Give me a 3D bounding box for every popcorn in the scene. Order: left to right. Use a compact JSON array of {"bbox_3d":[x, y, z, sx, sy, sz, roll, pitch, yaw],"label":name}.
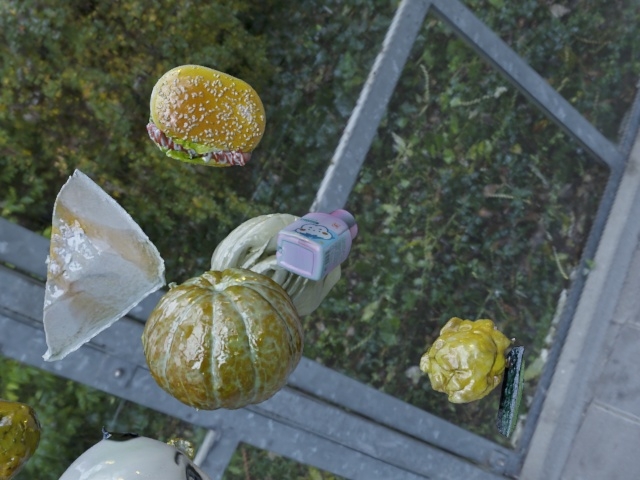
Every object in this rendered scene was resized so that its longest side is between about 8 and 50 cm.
[{"bbox_3d":[0.355,0.295,1.616,0.253,0.190,0.191,-30,30,-34],"label":"popcorn"}]

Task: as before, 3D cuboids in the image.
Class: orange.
[{"bbox_3d":[-0.196,0.196,1.366,0.329,0.329,0.249,30,131,61],"label":"orange"}]

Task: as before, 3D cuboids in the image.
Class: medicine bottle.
[{"bbox_3d":[0.000,0.000,1.458,0.119,0.188,0.094,21,123,26],"label":"medicine bottle"}]

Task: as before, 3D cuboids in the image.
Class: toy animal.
[{"bbox_3d":[-0.249,0.403,0.858,0.251,0.251,0.310,-135,41,-60],"label":"toy animal"}]

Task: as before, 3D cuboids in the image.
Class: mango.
[{"bbox_3d":[-0.457,0.258,0.867,0.249,0.151,0.156,-21,37,33],"label":"mango"}]

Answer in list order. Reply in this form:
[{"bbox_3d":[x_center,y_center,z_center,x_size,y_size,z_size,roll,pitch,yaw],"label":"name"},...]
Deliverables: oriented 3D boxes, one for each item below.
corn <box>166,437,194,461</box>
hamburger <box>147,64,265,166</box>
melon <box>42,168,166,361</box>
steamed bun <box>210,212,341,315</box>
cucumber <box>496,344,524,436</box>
[{"bbox_3d":[-0.333,0.501,1.378,0.238,0.080,0.080,-55,29,22],"label":"corn"},{"bbox_3d":[-0.204,-0.220,1.210,0.116,0.210,0.173,-143,68,-70],"label":"hamburger"},{"bbox_3d":[-0.229,0.033,0.690,0.093,0.139,0.202,-109,28,-86],"label":"melon"},{"bbox_3d":[-0.125,0.052,1.642,0.289,0.203,0.276,32,73,23],"label":"steamed bun"},{"bbox_3d":[0.461,0.361,1.604,0.046,0.070,0.220,5,71,36],"label":"cucumber"}]
